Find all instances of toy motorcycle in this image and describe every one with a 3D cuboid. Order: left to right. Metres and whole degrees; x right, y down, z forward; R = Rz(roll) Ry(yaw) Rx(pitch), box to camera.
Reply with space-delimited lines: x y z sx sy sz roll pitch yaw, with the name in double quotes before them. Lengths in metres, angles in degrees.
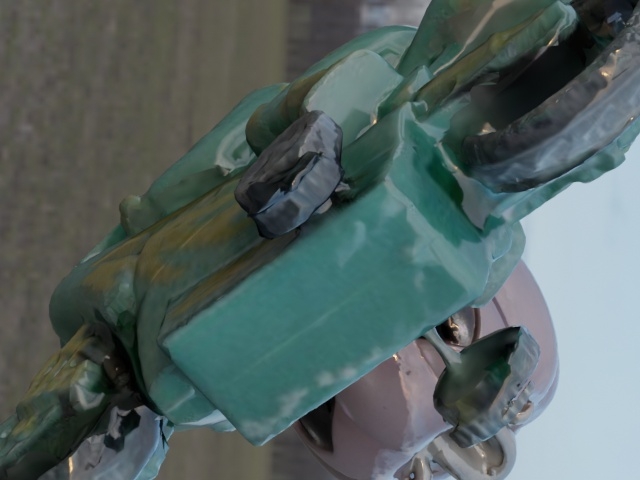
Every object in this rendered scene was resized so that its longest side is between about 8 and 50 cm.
"toy motorcycle" 0.001 -0.001 0.635 0.109 0.296 0.198 49 21 -16

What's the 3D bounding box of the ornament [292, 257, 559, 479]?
"ornament" 0.059 0.075 1.107 0.177 0.177 0.177 -178 -90 -89
